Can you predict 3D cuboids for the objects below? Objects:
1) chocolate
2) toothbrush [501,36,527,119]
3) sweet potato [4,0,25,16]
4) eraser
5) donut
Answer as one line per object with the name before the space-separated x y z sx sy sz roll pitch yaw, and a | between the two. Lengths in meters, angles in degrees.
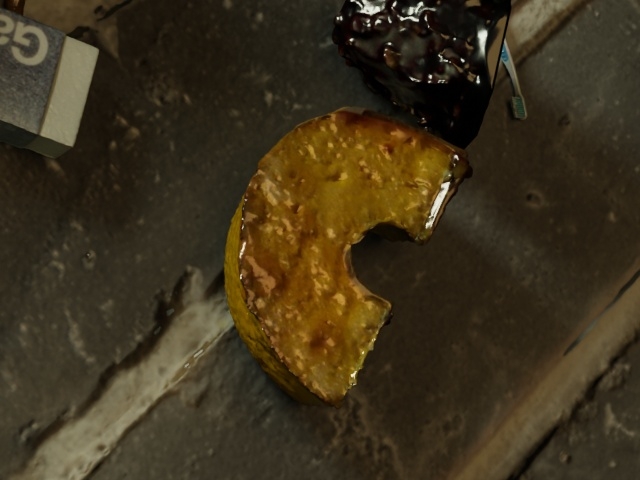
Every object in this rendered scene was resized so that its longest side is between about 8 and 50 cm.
chocolate | 0.074 -0.160 1.555 0.133 0.156 0.156 14 69 -3
toothbrush | 0.158 -0.183 1.659 0.017 0.014 0.162 -1 75 -47
sweet potato | -0.228 -0.216 1.460 0.026 0.026 0.115 20 70 -22
eraser | -0.277 -0.137 1.399 0.212 0.046 0.092 21 68 -22
donut | -0.001 -0.006 1.476 0.152 0.101 0.259 38 63 -13
